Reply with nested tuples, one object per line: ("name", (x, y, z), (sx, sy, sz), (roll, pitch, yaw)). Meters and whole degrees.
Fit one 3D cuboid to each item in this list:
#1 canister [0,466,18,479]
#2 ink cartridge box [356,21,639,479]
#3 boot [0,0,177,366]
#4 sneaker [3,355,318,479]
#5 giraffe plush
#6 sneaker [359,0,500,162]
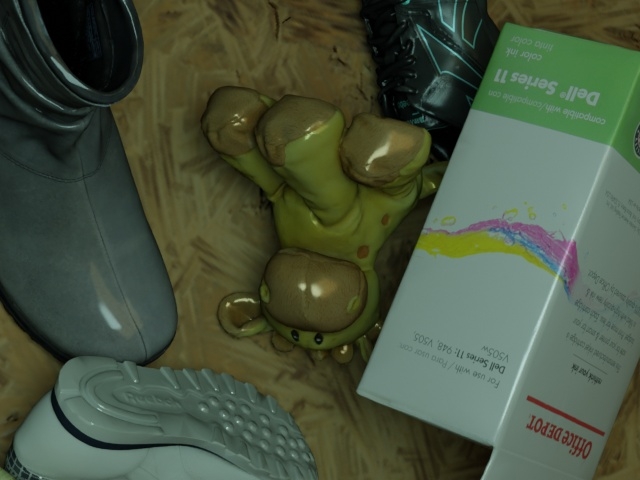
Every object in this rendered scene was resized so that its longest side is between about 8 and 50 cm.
("canister", (-0.266, 0.162, 0.872), (0.170, 0.073, 0.126), (38, 59, 2))
("ink cartridge box", (0.151, 0.050, 1.025), (0.207, 0.119, 0.354), (30, 81, -57))
("boot", (-0.165, -0.071, 0.896), (0.118, 0.222, 0.338), (-30, 97, -27))
("sneaker", (-0.104, 0.147, 0.982), (0.235, 0.090, 0.095), (21, 117, -37))
("giraffe plush", (0.000, 0.000, 1.024), (0.210, 0.181, 0.171), (21, 83, -58))
("sneaker", (0.086, -0.150, 1.101), (0.106, 0.101, 0.267), (-43, 102, -22))
